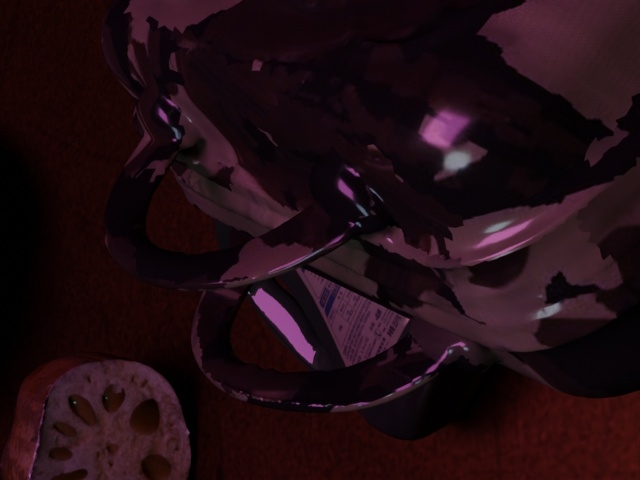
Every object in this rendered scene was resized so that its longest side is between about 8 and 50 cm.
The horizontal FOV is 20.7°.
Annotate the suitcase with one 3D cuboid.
[{"bbox_3d":[0.061,-0.071,0.757,0.339,0.194,0.351,-46,31,-13],"label":"suitcase"}]

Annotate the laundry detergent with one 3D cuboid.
[{"bbox_3d":[0.000,0.000,0.952,0.221,0.078,0.144,38,128,24],"label":"laundry detergent"}]

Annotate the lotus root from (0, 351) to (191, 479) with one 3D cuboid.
[{"bbox_3d":[-0.143,0.134,1.115,0.081,0.112,0.122,-9,68,61],"label":"lotus root"}]
